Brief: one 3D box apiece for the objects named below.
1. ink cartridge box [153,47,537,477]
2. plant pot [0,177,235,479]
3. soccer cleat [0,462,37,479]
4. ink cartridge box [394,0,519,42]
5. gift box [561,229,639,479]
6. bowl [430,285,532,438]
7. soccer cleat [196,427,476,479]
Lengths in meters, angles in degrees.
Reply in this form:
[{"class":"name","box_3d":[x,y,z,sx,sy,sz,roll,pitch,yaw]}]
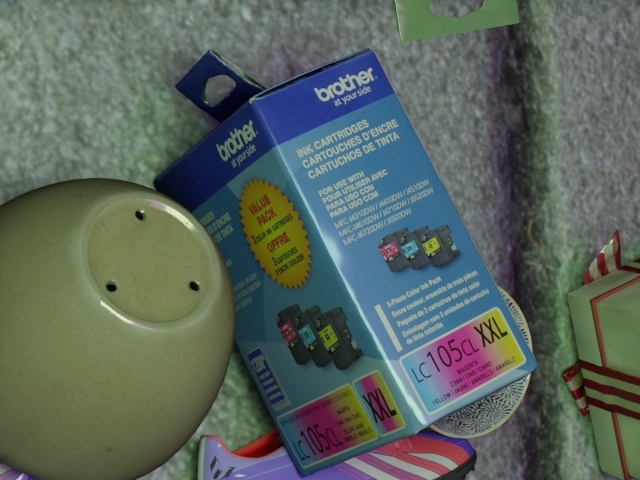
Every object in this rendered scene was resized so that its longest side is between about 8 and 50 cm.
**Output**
[{"class":"ink cartridge box","box_3d":[0.000,0.000,1.789,0.151,0.270,0.395,-23,85,-29]},{"class":"plant pot","box_3d":[-0.189,0.056,1.694,0.284,0.191,0.284,13,59,-23]},{"class":"soccer cleat","box_3d":[-0.293,0.200,1.756,0.095,0.083,0.248,29,78,-23]},{"class":"ink cartridge box","box_3d":[0.146,-0.342,2.038,0.171,0.056,0.235,-13,94,-31]},{"class":"gift box","box_3d":[0.434,0.113,2.087,0.255,0.258,0.276,-18,107,-30]},{"class":"bowl","box_3d":[0.133,0.122,2.010,0.170,0.080,0.170,0,89,-32]},{"class":"soccer cleat","box_3d":[0.020,0.223,1.931,0.318,0.108,0.116,-11,92,-28]}]
